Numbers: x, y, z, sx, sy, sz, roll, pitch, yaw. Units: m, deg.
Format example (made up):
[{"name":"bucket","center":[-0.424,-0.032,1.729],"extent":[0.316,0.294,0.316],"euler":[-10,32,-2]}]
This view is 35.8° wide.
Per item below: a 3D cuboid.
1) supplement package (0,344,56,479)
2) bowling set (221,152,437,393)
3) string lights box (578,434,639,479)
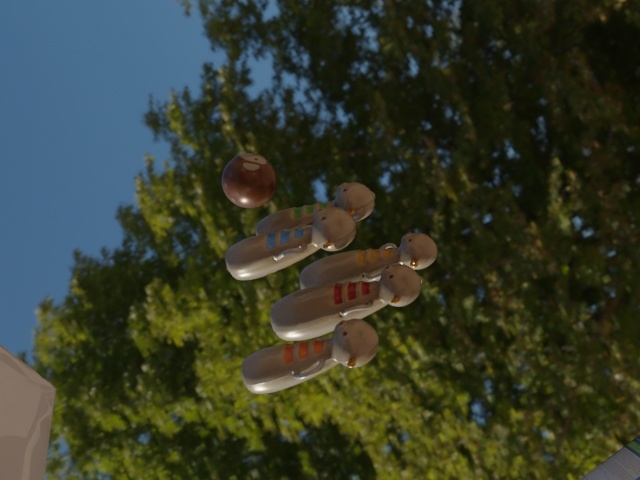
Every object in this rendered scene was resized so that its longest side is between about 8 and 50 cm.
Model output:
[{"name":"supplement package","center":[-0.329,0.150,0.684],"extent":[0.194,0.203,0.149],"euler":[47,-164,-31]},{"name":"bowling set","center":[0.000,0.000,0.942],"extent":[0.199,0.154,0.287],"euler":[66,-161,-16]},{"name":"string lights box","center":[0.383,0.199,0.959],"extent":[0.076,0.260,0.133],"euler":[53,-177,4]}]
